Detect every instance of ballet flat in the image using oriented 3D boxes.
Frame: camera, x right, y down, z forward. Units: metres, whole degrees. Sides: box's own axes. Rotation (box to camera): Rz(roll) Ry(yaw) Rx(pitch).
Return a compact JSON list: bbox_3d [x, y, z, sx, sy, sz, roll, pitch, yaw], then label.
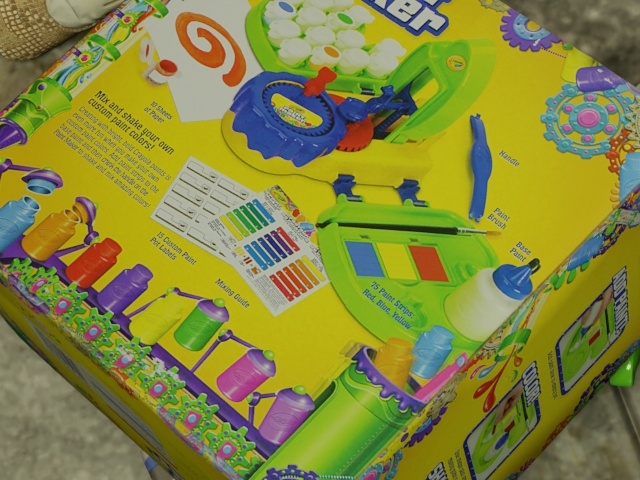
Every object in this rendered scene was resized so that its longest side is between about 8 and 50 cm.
[{"bbox_3d":[-0.129,-0.191,1.098,0.206,0.073,0.067,-51,43,-1],"label":"ballet flat"}]

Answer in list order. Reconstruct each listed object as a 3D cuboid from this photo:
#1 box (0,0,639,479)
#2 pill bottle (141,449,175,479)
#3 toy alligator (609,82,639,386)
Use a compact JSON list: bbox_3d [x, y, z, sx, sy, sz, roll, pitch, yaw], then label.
[{"bbox_3d":[0.000,0.000,0.928,0.279,0.177,0.290,-44,61,-14],"label":"box"},{"bbox_3d":[-0.043,0.167,1.010,0.078,0.078,0.137,-27,75,4],"label":"pill bottle"},{"bbox_3d":[0.190,0.000,1.019,0.056,0.051,0.190,3,69,19],"label":"toy alligator"}]
